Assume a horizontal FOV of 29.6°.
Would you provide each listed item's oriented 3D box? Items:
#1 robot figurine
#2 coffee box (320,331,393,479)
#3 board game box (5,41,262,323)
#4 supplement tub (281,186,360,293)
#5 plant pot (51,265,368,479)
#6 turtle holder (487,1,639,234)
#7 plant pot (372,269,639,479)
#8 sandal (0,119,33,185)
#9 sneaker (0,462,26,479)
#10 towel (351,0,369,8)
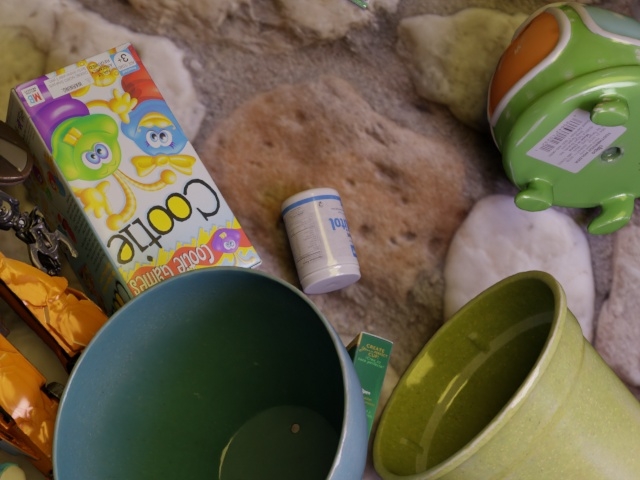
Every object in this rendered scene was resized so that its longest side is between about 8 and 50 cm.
[{"bbox_3d":[-0.307,0.088,1.183,0.291,0.085,0.211,48,55,-7],"label":"robot figurine"},{"bbox_3d":[0.023,0.198,1.281,0.040,0.113,0.184,20,66,-7],"label":"coffee box"},{"bbox_3d":[-0.204,-0.042,1.279,0.142,0.144,0.275,-27,81,-25],"label":"board game box"},{"bbox_3d":[0.000,0.000,1.372,0.071,0.071,0.107,-10,73,-22],"label":"supplement tub"},{"bbox_3d":[-0.075,0.194,1.134,0.290,0.195,0.290,-10,62,20],"label":"plant pot"},{"bbox_3d":[0.355,-0.168,1.464,0.320,0.243,0.227,-5,54,-11],"label":"turtle holder"},{"bbox_3d":[0.240,0.215,1.282,0.254,0.276,0.276,40,62,-13],"label":"plant pot"},{"bbox_3d":[-0.401,-0.087,1.225,0.219,0.060,0.090,3,50,-6],"label":"sandal"},{"bbox_3d":[-0.292,0.327,1.146,0.092,0.087,0.228,7,73,-25],"label":"sneaker"},{"bbox_3d":[0.020,-0.482,1.584,0.248,0.038,0.325,28,64,-6],"label":"towel"}]
